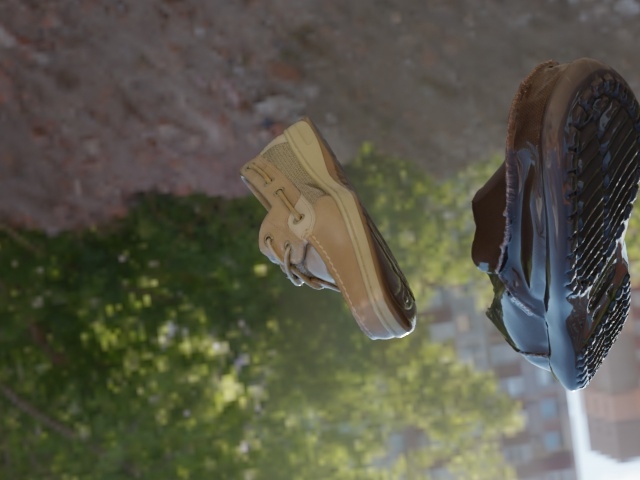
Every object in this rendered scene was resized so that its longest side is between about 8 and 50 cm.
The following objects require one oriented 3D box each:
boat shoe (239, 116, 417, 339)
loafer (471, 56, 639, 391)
[{"bbox_3d":[0.000,0.000,1.371,0.098,0.109,0.302,-31,-142,3],"label":"boat shoe"},{"bbox_3d":[0.170,-0.008,1.232,0.130,0.366,0.134,24,-122,24],"label":"loafer"}]
